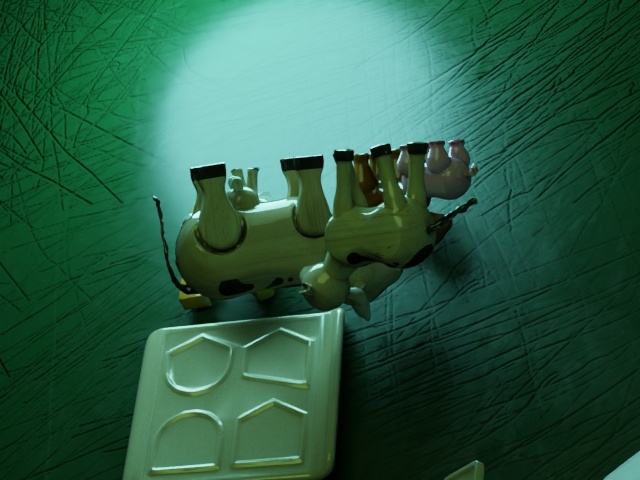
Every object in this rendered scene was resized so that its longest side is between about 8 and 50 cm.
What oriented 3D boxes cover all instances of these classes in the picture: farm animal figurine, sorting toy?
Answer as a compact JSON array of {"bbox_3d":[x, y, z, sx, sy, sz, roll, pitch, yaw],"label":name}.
[{"bbox_3d":[0.000,0.000,1.665,0.326,0.330,0.172,-5,92,7],"label":"farm animal figurine"},{"bbox_3d":[-0.082,0.134,1.745,0.229,0.041,0.307,-9,45,15],"label":"sorting toy"}]

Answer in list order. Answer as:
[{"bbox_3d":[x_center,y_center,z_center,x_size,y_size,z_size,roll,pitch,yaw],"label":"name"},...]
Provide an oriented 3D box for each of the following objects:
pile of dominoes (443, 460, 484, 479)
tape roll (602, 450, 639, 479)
[{"bbox_3d":[0.083,0.316,1.451,0.251,0.040,0.196,-43,30,50],"label":"pile of dominoes"},{"bbox_3d":[0.251,0.264,1.296,0.392,0.392,0.072,-44,92,-11],"label":"tape roll"}]
